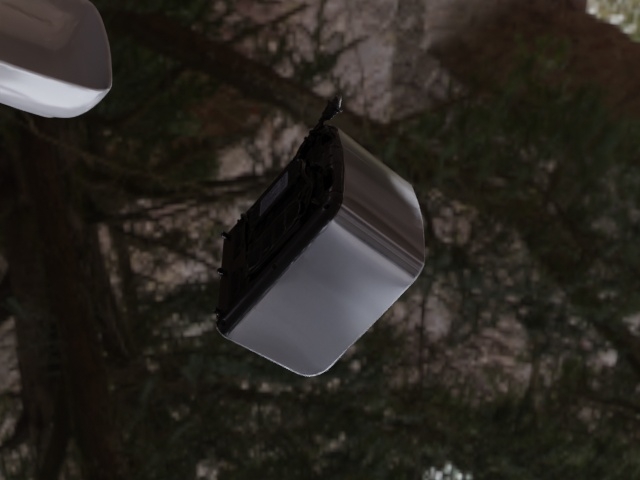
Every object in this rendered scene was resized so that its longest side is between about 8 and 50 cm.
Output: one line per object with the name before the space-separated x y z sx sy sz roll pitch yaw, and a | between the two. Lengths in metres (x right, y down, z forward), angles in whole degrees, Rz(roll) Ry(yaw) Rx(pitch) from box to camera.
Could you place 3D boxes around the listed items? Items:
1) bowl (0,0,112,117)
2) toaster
bowl | -0.235 -0.151 0.917 0.142 0.053 0.142 17 -144 -31
toaster | 0.000 0.000 1.052 0.110 0.186 0.168 34 -157 -20
